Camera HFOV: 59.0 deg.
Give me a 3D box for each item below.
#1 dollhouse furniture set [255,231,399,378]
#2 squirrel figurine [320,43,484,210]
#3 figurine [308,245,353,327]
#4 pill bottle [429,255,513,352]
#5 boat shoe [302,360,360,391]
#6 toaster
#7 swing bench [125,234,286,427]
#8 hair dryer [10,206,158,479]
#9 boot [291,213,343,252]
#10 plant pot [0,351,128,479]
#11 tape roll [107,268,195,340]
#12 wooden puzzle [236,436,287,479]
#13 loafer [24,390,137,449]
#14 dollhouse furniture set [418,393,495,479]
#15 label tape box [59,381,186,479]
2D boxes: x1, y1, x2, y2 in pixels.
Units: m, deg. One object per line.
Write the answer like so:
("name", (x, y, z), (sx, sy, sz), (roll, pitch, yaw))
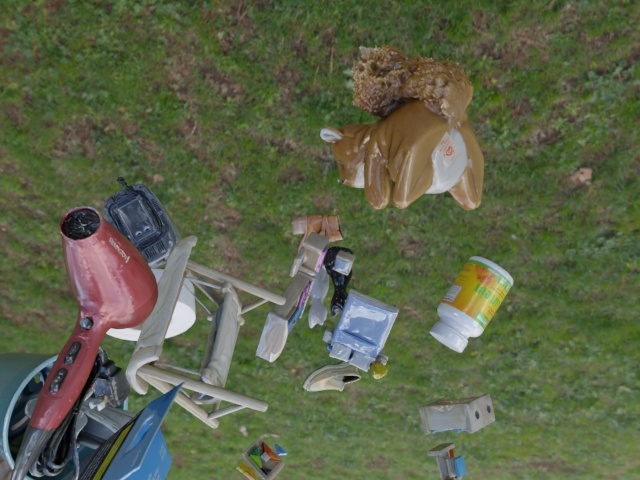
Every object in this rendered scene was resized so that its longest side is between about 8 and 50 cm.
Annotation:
("dollhouse furniture set", (0.047, 0.192, 1.328), (0.303, 0.198, 0.286), (23, 123, 7))
("squirrel figurine", (0.181, -0.273, 1.397), (0.281, 0.397, 0.370), (-9, -162, -35))
("figurine", (0.020, 0.153, 1.746), (0.092, 0.209, 0.215), (13, 151, -29))
("pill bottle", (0.408, 0.178, 1.555), (0.136, 0.245, 0.136), (34, 171, 6))
("boat shoe", (0.038, 0.380, 1.547), (0.190, 0.072, 0.068), (-11, 136, -42))
("toaster", (-0.423, -0.035, 1.359), (0.129, 0.227, 0.146), (-31, 173, -7))
("swing bench", (-0.223, 0.174, 1.065), (0.255, 0.253, 0.165), (37, 132, -29))
("hair dryer", (-0.221, 0.103, 0.563), (0.080, 0.223, 0.293), (6, 110, -3))
("boot", (0.000, 0.000, 1.809), (0.152, 0.073, 0.197), (-6, 131, 10))
("plant pot", (-0.769, 0.447, 1.526), (0.334, 0.341, 0.341), (1, 143, 33))
("tape roll", (-0.520, 0.197, 1.696), (0.286, 0.100, 0.286), (-7, 147, -5))
("wooden puzzle", (-0.106, 0.411, 1.061), (0.078, 0.116, 0.014), (44, 114, 3))
("loafer", (-0.605, 0.464, 1.441), (0.319, 0.111, 0.112), (14, 105, 1))
("dollhouse furniture set", (0.337, 0.471, 1.340), (0.129, 0.183, 0.129), (-19, 167, 39))
("label tape box", (-0.314, 0.386, 0.800), (0.348, 0.249, 0.115), (-39, 99, 6))
